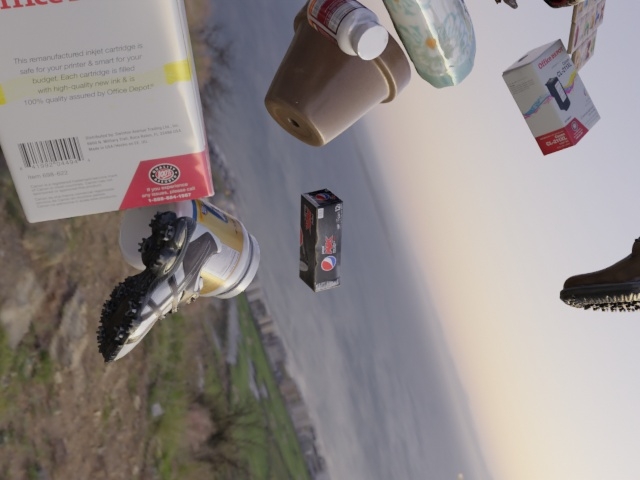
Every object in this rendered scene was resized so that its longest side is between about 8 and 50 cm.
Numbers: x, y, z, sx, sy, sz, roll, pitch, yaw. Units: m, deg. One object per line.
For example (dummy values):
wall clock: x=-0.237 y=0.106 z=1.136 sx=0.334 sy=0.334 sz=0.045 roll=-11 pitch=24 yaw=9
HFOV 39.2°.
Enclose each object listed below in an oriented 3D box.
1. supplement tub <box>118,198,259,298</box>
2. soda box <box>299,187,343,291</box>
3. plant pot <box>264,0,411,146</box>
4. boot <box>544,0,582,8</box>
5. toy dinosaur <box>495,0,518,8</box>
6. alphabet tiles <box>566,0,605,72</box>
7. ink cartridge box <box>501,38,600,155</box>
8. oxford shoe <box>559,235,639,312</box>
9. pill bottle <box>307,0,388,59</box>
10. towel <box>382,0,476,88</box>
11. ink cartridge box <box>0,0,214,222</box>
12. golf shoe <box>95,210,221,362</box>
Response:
supplement tub: x=-0.206 y=0.006 z=1.437 sx=0.200 sy=0.144 sz=0.144 roll=31 pitch=36 yaw=-48
soda box: x=0.000 y=0.000 z=1.536 sx=0.060 sy=0.053 sz=0.169 roll=42 pitch=-42 yaw=49
plant pot: x=0.013 y=-0.316 z=1.798 sx=0.263 sy=0.229 sz=0.263 roll=35 pitch=-12 yaw=8
boot: x=0.414 y=-0.431 z=1.241 sx=0.377 sy=0.284 sz=0.138 roll=-124 pitch=-171 yaw=-71
toy dinosaur: x=0.311 y=-0.490 z=1.589 sx=0.211 sy=0.064 sz=0.112 roll=72 pitch=27 yaw=-47
alphabet tiles: x=0.527 y=-0.477 z=1.739 sx=0.342 sy=0.011 sz=0.285 roll=-40 pitch=138 yaw=-56
ink cartridge box: x=0.427 y=-0.266 z=1.662 sx=0.127 sy=0.072 sz=0.175 roll=-41 pitch=105 yaw=-39
oxford shoe: x=0.388 y=0.026 z=1.044 sx=0.083 sy=0.227 sz=0.096 roll=41 pitch=38 yaw=-58
pill bottle: x=0.049 y=-0.378 z=1.573 sx=0.152 sy=0.086 sz=0.086 roll=47 pitch=-10 yaw=38
towel: x=0.067 y=-0.402 z=1.059 sx=0.320 sy=0.090 sz=0.374 roll=47 pitch=24 yaw=-49
ink cartridge box: x=-0.315 y=-0.238 z=1.255 sx=0.160 sy=0.279 sz=0.384 roll=-102 pitch=-174 yaw=-51
golf shoe: x=-0.183 y=0.065 z=1.035 sx=0.094 sy=0.198 sz=0.077 roll=22 pitch=19 yaw=-41
